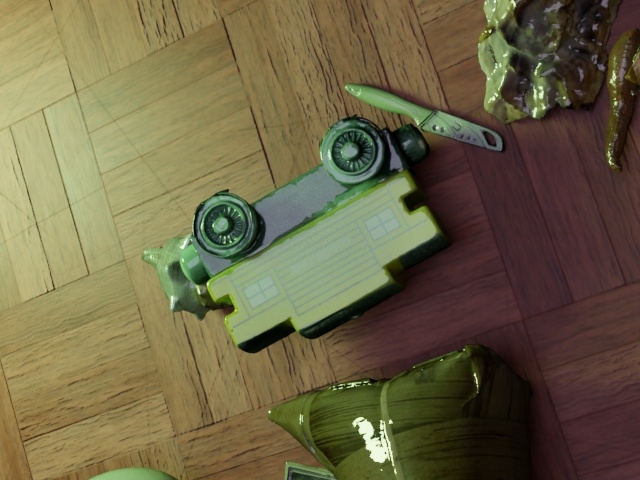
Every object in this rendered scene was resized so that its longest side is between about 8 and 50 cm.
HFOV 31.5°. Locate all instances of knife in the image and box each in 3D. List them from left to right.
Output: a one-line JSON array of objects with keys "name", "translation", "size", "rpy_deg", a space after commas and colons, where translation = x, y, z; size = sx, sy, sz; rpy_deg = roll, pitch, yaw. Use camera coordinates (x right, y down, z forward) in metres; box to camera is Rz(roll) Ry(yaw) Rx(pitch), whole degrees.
[{"name": "knife", "translation": [0.164, -0.198, 1.825], "size": [0.293, 0.020, 0.043], "rpy_deg": [22, 96, 23]}]

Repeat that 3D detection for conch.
[{"name": "conch", "translation": [-0.228, 0.060, 1.938], "size": [0.234, 0.114, 0.137], "rpy_deg": [29, 130, 14]}]

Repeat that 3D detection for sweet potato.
[{"name": "sweet potato", "translation": [0.444, -0.206, 1.676], "size": [0.050, 0.050, 0.214], "rpy_deg": [7, 90, 25]}]

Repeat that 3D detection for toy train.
[{"name": "toy train", "translation": [0.000, 0.000, 1.790], "size": [0.442, 0.179, 0.272], "rpy_deg": [-30, 80, 9]}]

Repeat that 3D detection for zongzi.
[{"name": "zongzi", "translation": [0.099, 0.440, 1.693], "size": [0.467, 0.218, 0.500], "rpy_deg": [-21, 52, 36]}]

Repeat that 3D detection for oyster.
[{"name": "oyster", "translation": [0.341, -0.346, 1.701], "size": [0.201, 0.107, 0.355], "rpy_deg": [15, 95, 21]}]

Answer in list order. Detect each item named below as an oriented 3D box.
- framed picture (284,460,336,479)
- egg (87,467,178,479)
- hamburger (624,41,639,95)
[{"name": "framed picture", "translation": [0.015, 0.453, 1.885], "size": [0.183, 0.011, 0.142], "rpy_deg": [7, 92, 25]}, {"name": "egg", "translation": [-0.340, 0.495, 1.943], "size": [0.282, 0.203, 0.203], "rpy_deg": [-23, 79, 18]}, {"name": "hamburger", "translation": [0.533, -0.262, 1.614], "size": [0.164, 0.093, 0.189], "rpy_deg": [41, 107, 18]}]
